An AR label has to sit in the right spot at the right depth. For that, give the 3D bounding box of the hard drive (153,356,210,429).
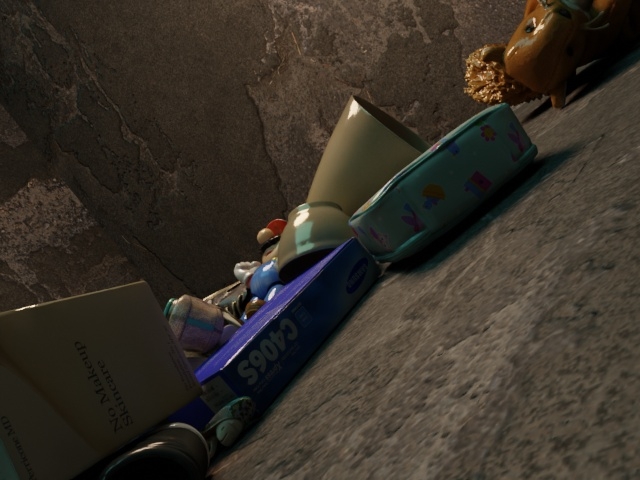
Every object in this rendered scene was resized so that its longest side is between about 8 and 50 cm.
[{"bbox_3d":[-0.268,0.240,0.987,0.203,0.040,0.307,-37,-21,13],"label":"hard drive"}]

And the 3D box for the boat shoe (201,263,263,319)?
[{"bbox_3d":[-0.169,0.143,1.447,0.355,0.132,0.130,-42,5,-29],"label":"boat shoe"}]

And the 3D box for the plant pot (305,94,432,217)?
[{"bbox_3d":[0.085,-0.094,1.290,0.274,0.257,0.256,-53,-1,17],"label":"plant pot"}]

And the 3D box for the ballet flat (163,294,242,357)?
[{"bbox_3d":[-0.182,0.154,1.095,0.316,0.106,0.107,102,-178,-82],"label":"ballet flat"}]

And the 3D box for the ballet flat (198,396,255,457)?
[{"bbox_3d":[-0.116,0.223,0.754,0.114,0.041,0.041,-38,4,8],"label":"ballet flat"}]

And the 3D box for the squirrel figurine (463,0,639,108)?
[{"bbox_3d":[0.474,-0.397,1.379,0.370,0.281,0.397,-53,-3,-32],"label":"squirrel figurine"}]

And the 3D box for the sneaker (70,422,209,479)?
[{"bbox_3d":[-0.227,0.272,0.603,0.296,0.104,0.147,-35,-3,-18],"label":"sneaker"}]

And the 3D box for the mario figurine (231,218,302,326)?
[{"bbox_3d":[-0.108,0.056,1.311,0.198,0.170,0.320,1,35,17],"label":"mario figurine"}]

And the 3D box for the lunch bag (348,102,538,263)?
[{"bbox_3d":[0.179,-0.079,1.002,0.279,0.107,0.224,-37,-2,-8],"label":"lunch bag"}]

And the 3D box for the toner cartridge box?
[{"bbox_3d":[-0.058,0.132,0.949,0.165,0.075,0.348,-34,6,41],"label":"toner cartridge box"}]

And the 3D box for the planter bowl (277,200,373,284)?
[{"bbox_3d":[0.000,0.000,1.147,0.162,0.109,0.162,-9,-25,-4],"label":"planter bowl"}]

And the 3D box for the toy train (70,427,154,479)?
[{"bbox_3d":[-0.286,0.297,0.861,0.184,0.105,0.080,-41,-20,-2],"label":"toy train"}]

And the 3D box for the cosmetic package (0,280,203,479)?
[{"bbox_3d":[-0.256,0.147,0.662,0.113,0.160,0.309,-30,-4,14],"label":"cosmetic package"}]
